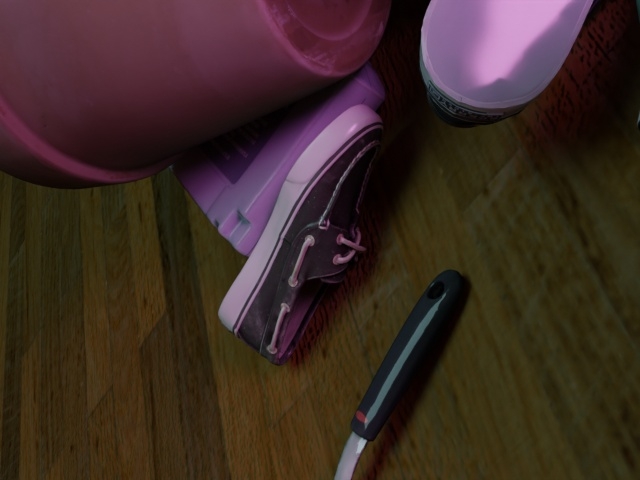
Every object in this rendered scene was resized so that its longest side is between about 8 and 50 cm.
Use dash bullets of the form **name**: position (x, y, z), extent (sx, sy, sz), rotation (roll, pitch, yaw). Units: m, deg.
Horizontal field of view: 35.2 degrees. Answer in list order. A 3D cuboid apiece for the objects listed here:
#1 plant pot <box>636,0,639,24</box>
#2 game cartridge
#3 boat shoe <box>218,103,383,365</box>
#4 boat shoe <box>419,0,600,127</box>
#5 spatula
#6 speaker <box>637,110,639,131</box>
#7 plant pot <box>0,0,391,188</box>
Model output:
- **plant pot**: position (0.232, -0.076, 0.281), extent (0.293, 0.235, 0.293), rotation (-37, 43, 43)
- **game cartridge**: position (-0.054, -0.117, 0.914), extent (0.196, 0.060, 0.294), rotation (-56, 31, 8)
- **boat shoe**: position (0.000, 0.000, 0.775), extent (0.070, 0.078, 0.219), rotation (40, 118, 20)
- **boat shoe**: position (0.158, -0.201, 0.604), extent (0.306, 0.113, 0.105), rotation (-64, -4, -1)
- **spatula**: position (0.024, 0.152, 0.677), extent (0.084, 0.030, 0.296), rotation (35, 101, 58)
- **speaker**: position (0.206, -0.119, 0.528), extent (0.055, 0.055, 0.136), rotation (-4, 69, 57)
- **plant pot**: position (-0.111, -0.205, 0.770), extent (0.280, 0.323, 0.323), rotation (-1, 69, 36)
